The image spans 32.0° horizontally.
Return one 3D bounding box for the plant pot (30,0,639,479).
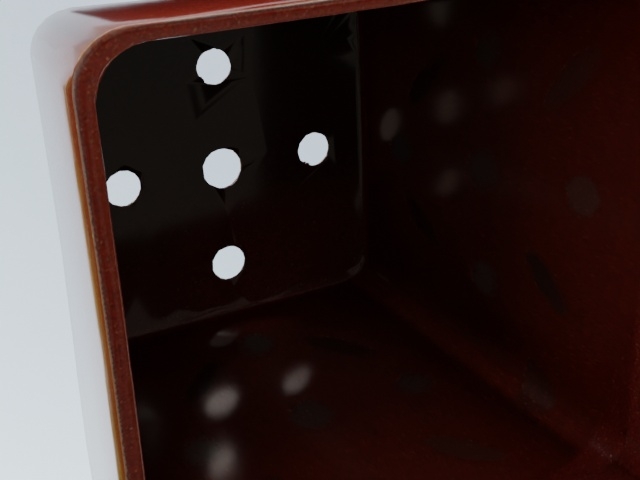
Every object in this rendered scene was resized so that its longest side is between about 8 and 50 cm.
[{"bbox_3d":[0.000,0.000,0.508,0.235,0.267,0.268,35,-47,56],"label":"plant pot"}]
